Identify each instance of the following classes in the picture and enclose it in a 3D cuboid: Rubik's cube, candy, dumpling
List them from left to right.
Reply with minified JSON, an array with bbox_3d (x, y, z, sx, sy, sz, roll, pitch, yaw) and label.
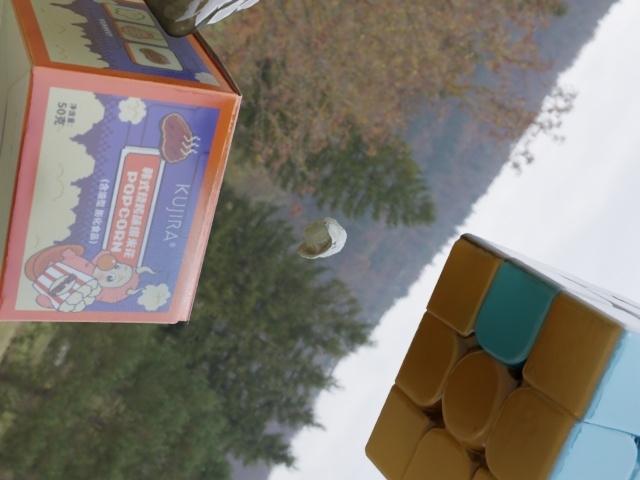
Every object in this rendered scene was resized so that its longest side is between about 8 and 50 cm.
[{"bbox_3d":[-0.128,-0.332,1.078,0.102,0.104,0.234,-24,-168,33],"label":"candy"},{"bbox_3d":[0.002,0.001,1.112,0.057,0.052,0.076,-46,-134,26],"label":"dumpling"},{"bbox_3d":[0.271,0.199,0.953,0.291,0.291,0.291,-67,-153,7],"label":"Rubik's cube"}]

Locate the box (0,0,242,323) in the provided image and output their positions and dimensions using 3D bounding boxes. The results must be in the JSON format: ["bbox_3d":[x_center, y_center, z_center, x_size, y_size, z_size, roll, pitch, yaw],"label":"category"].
[{"bbox_3d":[-0.296,-0.116,1.163,0.318,0.257,0.348,53,-48,50],"label":"box"}]
